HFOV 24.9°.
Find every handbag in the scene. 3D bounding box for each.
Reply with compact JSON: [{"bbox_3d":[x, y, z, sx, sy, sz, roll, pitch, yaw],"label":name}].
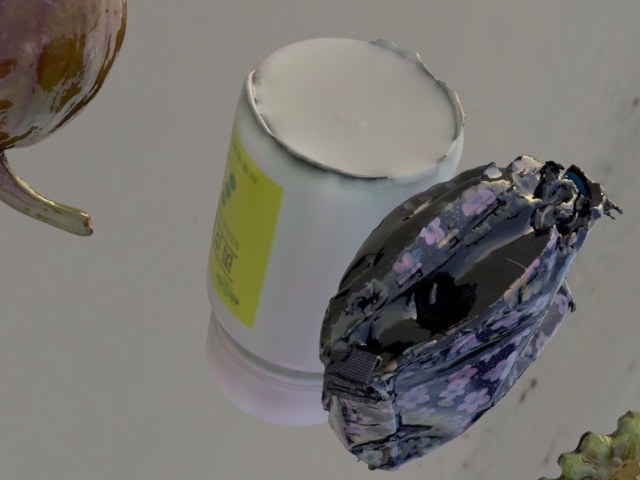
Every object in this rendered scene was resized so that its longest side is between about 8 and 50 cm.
[{"bbox_3d":[0.084,0.043,0.959,0.228,0.127,0.208,-39,158,-17],"label":"handbag"}]

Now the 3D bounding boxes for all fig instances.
[{"bbox_3d":[-0.224,-0.113,0.975,0.175,0.175,0.207,-24,125,-76],"label":"fig"}]

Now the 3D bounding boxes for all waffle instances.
[{"bbox_3d":[0.269,0.241,1.258,0.223,0.054,0.204,-33,124,-3],"label":"waffle"}]

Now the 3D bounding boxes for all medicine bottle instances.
[{"bbox_3d":[0.000,0.000,1.432,0.379,0.213,0.213,104,13,-45],"label":"medicine bottle"}]

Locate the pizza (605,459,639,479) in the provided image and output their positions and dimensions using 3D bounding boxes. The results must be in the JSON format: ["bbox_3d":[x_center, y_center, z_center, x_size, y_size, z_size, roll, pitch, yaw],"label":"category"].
[{"bbox_3d":[0.258,0.254,0.976,0.147,0.226,0.069,-29,160,-33],"label":"pizza"}]
